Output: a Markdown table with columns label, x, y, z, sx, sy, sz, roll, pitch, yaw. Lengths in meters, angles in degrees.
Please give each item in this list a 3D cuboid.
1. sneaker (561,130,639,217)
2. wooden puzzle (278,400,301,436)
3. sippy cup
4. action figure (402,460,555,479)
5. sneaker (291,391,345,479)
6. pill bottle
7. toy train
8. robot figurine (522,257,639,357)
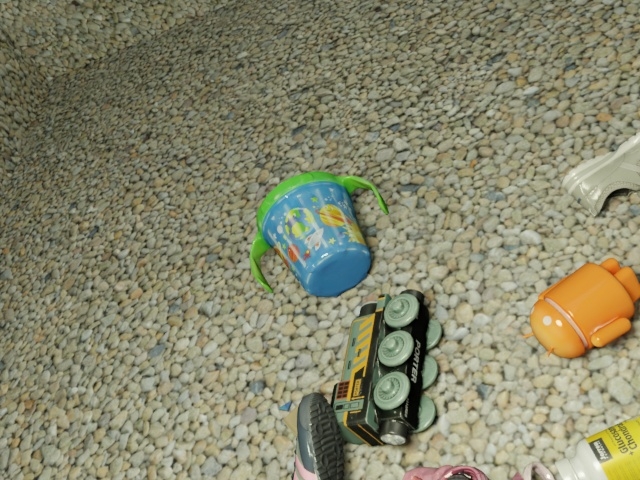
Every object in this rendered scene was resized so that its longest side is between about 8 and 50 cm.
| label | x | y | z | sx | sy | sz | roll | pitch | yaw |
| --- | --- | --- | --- | --- | --- | --- | --- | --- | --- |
| sneaker | 0.641 | -0.142 | 1.590 | 0.281 | 0.105 | 0.115 | -29 | 73 | 4 |
| wooden puzzle | -0.034 | 0.367 | 1.603 | 0.079 | 0.014 | 0.116 | -36 | 43 | -7 |
| sippy cup | 0.000 | 0.000 | 1.768 | 0.305 | 0.240 | 0.224 | -59 | 45 | 33 |
| action figure | 0.244 | 0.416 | 1.119 | 0.276 | 0.370 | 0.248 | -36 | 43 | -2 |
| sneaker | -0.027 | 0.439 | 1.397 | 0.131 | 0.112 | 0.318 | -16 | 70 | 29 |
| pill bottle | 0.473 | 0.349 | 1.231 | 0.184 | 0.103 | 0.103 | -27 | 43 | 8 |
| toy train | 0.124 | 0.247 | 1.526 | 0.190 | 0.142 | 0.333 | -17 | 45 | 33 |
| robot figurine | 0.474 | 0.127 | 1.408 | 0.219 | 0.128 | 0.158 | -37 | 67 | -2 |
